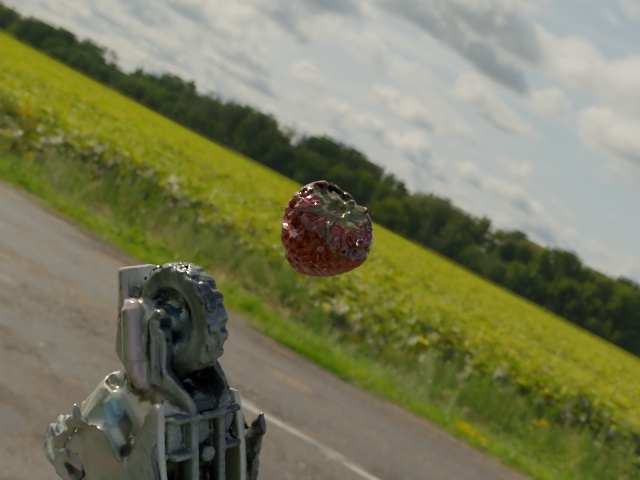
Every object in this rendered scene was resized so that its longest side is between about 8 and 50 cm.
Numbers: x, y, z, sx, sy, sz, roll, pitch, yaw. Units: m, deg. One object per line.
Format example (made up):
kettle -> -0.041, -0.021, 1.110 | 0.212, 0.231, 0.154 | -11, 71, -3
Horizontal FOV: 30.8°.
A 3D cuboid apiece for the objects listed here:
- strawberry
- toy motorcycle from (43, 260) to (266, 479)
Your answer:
strawberry -> 0.000, 0.000, 0.877 | 0.073, 0.083, 0.073 | 18, 44, -18
toy motorcycle -> -0.137, 0.131, 0.814 | 0.204, 0.239, 0.108 | 6, -6, 45
